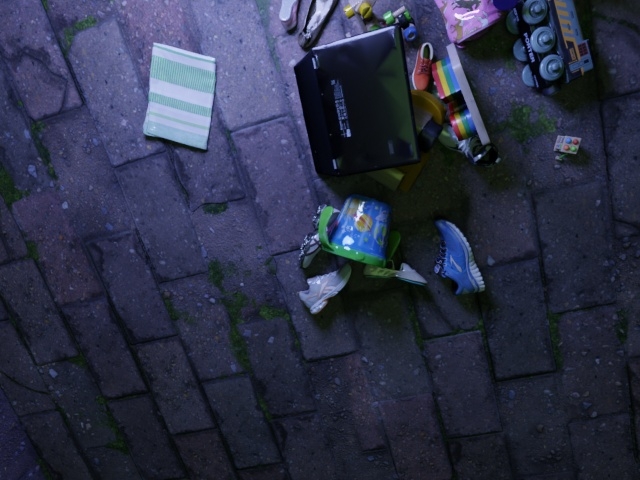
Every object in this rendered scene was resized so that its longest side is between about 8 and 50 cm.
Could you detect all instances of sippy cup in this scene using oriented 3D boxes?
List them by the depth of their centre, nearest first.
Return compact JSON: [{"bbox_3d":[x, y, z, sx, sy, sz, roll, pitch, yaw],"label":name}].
[{"bbox_3d":[0.147,-0.039,1.452,0.240,0.305,0.223,16,90,20],"label":"sippy cup"}]

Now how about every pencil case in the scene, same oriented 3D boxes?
[{"bbox_3d":[0.408,-0.794,1.246,0.160,0.167,0.385,-35,101,-20],"label":"pencil case"}]

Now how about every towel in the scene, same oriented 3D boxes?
[{"bbox_3d":[-0.512,-0.521,1.493,0.248,0.038,0.324,15,107,1],"label":"towel"}]

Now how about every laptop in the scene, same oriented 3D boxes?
[{"bbox_3d":[0.097,-0.415,1.309,0.409,0.236,0.381,-7,106,21],"label":"laptop"}]

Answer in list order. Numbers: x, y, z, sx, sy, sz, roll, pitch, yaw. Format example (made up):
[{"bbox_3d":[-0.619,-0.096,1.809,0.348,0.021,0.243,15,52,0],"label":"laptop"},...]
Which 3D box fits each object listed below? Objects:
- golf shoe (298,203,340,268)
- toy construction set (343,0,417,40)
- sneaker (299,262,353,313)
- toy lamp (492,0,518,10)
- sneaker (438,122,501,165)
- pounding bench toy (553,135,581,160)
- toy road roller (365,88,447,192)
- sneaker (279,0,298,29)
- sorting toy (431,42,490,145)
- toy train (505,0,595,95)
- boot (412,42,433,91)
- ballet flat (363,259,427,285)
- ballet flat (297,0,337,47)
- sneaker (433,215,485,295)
[{"bbox_3d":[0.000,0.000,1.555,0.120,0.105,0.272,22,108,-10],"label":"golf shoe"},{"bbox_3d":[0.133,-0.719,1.286,0.237,0.258,0.308,-25,81,25],"label":"toy construction set"},{"bbox_3d":[0.016,0.169,1.607,0.121,0.099,0.262,42,105,-2],"label":"sneaker"},{"bbox_3d":[0.558,-0.804,1.202,0.080,0.080,0.274,17,69,2],"label":"toy lamp"},{"bbox_3d":[0.504,-0.319,1.375,0.235,0.153,0.094,36,106,-4],"label":"sneaker"},{"bbox_3d":[0.830,-0.308,1.386,0.052,0.065,0.083,10,107,3],"label":"pounding bench toy"},{"bbox_3d":[0.295,-0.349,1.384,0.203,0.240,0.329,34,144,9],"label":"toy road roller"},{"bbox_3d":[-0.101,-0.768,1.372,0.051,0.070,0.134,14,78,11],"label":"sneaker"},{"bbox_3d":[0.425,-0.442,1.272,0.090,0.255,0.257,-20,120,25],"label":"sorting toy"},{"bbox_3d":[0.716,-0.630,1.277,0.191,0.142,0.333,-23,100,-1],"label":"toy train"},{"bbox_3d":[0.340,-0.570,1.357,0.059,0.084,0.157,2,108,4],"label":"boot"},{"bbox_3d":[0.289,0.117,1.571,0.249,0.086,0.086,8,107,5],"label":"ballet flat"},{"bbox_3d":[-0.009,-0.760,1.353,0.084,0.058,0.249,29,107,-3],"label":"ballet flat"},{"bbox_3d":[0.481,0.066,1.505,0.147,0.129,0.329,-24,102,10],"label":"sneaker"}]
